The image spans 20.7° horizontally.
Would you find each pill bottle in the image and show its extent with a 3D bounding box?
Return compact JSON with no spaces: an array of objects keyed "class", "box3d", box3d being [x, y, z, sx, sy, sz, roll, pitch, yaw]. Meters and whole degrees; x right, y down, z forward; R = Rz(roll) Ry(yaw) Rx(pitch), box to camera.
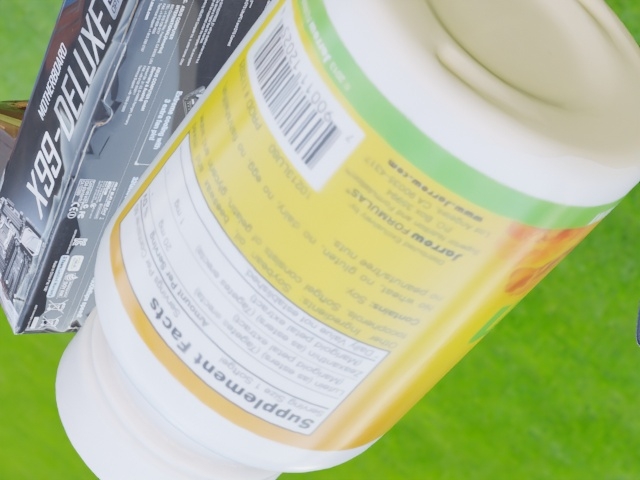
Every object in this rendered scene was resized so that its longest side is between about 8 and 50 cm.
[{"class":"pill bottle","box3d":[0.000,0.000,0.656,0.136,0.136,0.246,40,126,-1]}]

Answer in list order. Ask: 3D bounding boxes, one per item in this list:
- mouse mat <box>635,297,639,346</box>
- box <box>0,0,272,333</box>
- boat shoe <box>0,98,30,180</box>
[{"class":"mouse mat","box3d":[0.358,0.025,1.433,0.189,0.153,0.007,4,-168,-2]},{"class":"box","box3d":[-0.021,-0.084,0.932,0.076,0.242,0.307,60,137,39]},{"class":"boat shoe","box3d":[-0.232,-0.061,1.466,0.342,0.123,0.123,1,-164,-1]}]
